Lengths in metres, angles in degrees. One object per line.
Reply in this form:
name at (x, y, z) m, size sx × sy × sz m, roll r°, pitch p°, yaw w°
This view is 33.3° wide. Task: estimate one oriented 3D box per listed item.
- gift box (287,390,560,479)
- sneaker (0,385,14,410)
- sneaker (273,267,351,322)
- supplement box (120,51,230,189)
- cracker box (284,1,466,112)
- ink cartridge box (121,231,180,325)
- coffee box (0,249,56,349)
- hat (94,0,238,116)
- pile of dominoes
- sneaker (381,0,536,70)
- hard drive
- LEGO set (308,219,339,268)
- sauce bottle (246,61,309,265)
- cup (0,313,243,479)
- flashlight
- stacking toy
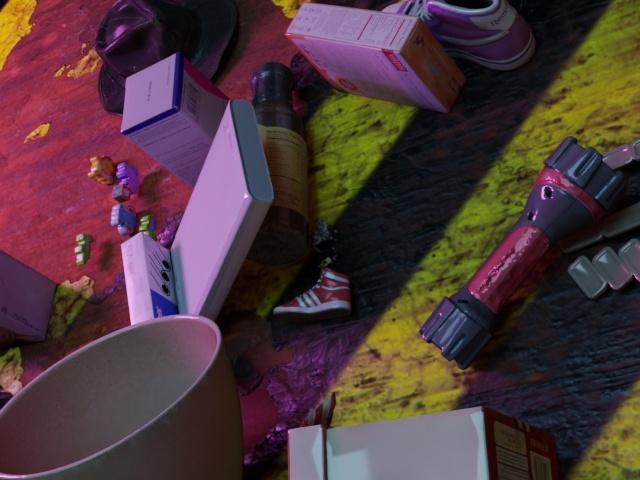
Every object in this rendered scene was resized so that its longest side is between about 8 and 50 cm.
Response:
gift box at (0.108, 0.298, 1.141) m, size 0.258 × 0.255 × 0.276 m, roll -14°, pitch 61°, yaw 27°
sneaker at (-0.574, 0.270, 1.766) m, size 0.153 × 0.101 × 0.268 m, roll -18°, pitch 33°, yaw 1°
sneaker at (-0.010, 0.076, 1.503) m, size 0.118 × 0.042 × 0.067 m, roll -8°, pitch 63°, yaw 24°
supplement box at (-0.197, -0.173, 1.673) m, size 0.114 × 0.220 × 0.111 m, roll -20°, pitch 52°, yaw 27°
cracker box at (0.080, -0.271, 1.575) m, size 0.232 × 0.155 × 0.067 m, roll 20°, pitch 75°, yaw 41°
ink cartridge box at (-0.247, 0.094, 1.629) m, size 0.046 × 0.097 × 0.207 m, roll -30°, pitch 49°, yaw 18°
coffee box at (-0.629, 0.114, 1.848) m, size 0.297 × 0.168 × 0.119 m, roll -13°, pitch 56°, yaw 29°
hat at (-0.315, -0.375, 1.947) m, size 0.331 × 0.134 × 0.331 m, roll -19°, pitch 53°, yaw 26°
pile of dominoes at (0.405, -0.036, 1.289) m, size 0.251 × 0.040 × 0.196 m, roll -24°, pitch 51°, yaw 33°
sneaker at (0.167, -0.338, 1.551) m, size 0.282 × 0.161 × 0.102 m, roll 15°, pitch 74°, yaw 42°
hard drive at (-0.150, -0.022, 1.548) m, size 0.203 × 0.040 × 0.307 m, roll -105°, pitch 31°, yaw -41°
LEGO set at (0.002, 0.000, 1.554) m, size 0.054 × 0.023 × 0.083 m, roll -41°, pitch 47°, yaw 8°
sauce bottle at (-0.073, -0.126, 1.631) m, size 0.111 × 0.111 × 0.344 m, roll -22°, pitch 48°, yaw 24°
cup at (-0.227, 0.283, 1.366) m, size 0.331 × 0.237 × 0.331 m, roll -22°, pitch 20°, yaw 8°
flashlight at (0.243, 0.020, 1.300) m, size 0.304 × 0.103 × 0.103 m, roll -51°, pitch 45°, yaw 3°
stacking toy at (-0.331, -0.068, 1.828) m, size 0.167 × 0.052 × 0.221 m, roll -15°, pitch 57°, yaw 31°
